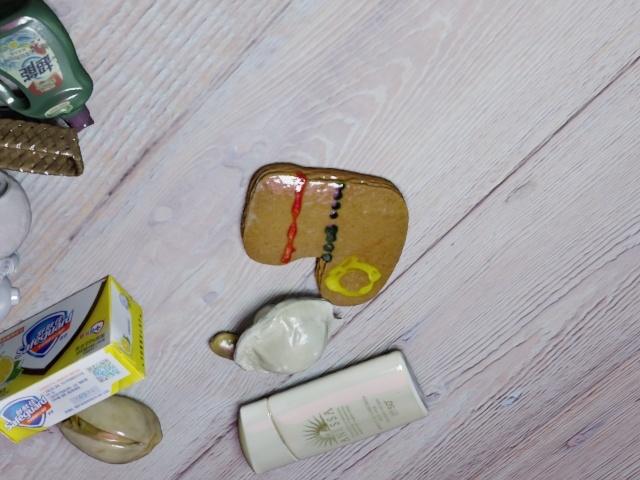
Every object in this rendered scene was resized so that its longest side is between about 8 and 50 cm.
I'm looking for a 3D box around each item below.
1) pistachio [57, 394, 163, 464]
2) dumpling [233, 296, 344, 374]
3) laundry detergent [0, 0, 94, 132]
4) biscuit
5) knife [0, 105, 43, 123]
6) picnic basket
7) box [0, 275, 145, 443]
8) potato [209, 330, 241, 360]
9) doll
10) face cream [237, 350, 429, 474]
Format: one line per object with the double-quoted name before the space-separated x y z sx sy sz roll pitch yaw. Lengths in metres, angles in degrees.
"pistachio" -0.368 0.327 2.125 0.184 0.124 0.124 21 125 -6
"dumpling" -0.057 0.154 2.028 0.199 0.118 0.136 -24 133 -8
"laundry detergent" -0.393 -0.230 1.671 0.144 0.078 0.222 -17 133 12
"biscuit" 0.000 0.001 1.945 0.277 0.052 0.262 9 127 -17
"knife" -0.505 -0.179 1.733 0.210 0.015 0.028 -1 123 -10
"picnic basket" -0.431 -0.137 1.719 0.193 0.055 0.110 9 163 -4
"box" -0.419 0.194 1.965 0.265 0.168 0.097 -26 131 15
"potato" -0.150 0.184 2.082 0.083 0.040 0.051 15 121 -22
"doll" -0.511 0.025 1.825 0.150 0.151 0.287 4 132 -13
"face cream" 0.011 0.315 2.192 0.348 0.081 0.174 -20 130 7
